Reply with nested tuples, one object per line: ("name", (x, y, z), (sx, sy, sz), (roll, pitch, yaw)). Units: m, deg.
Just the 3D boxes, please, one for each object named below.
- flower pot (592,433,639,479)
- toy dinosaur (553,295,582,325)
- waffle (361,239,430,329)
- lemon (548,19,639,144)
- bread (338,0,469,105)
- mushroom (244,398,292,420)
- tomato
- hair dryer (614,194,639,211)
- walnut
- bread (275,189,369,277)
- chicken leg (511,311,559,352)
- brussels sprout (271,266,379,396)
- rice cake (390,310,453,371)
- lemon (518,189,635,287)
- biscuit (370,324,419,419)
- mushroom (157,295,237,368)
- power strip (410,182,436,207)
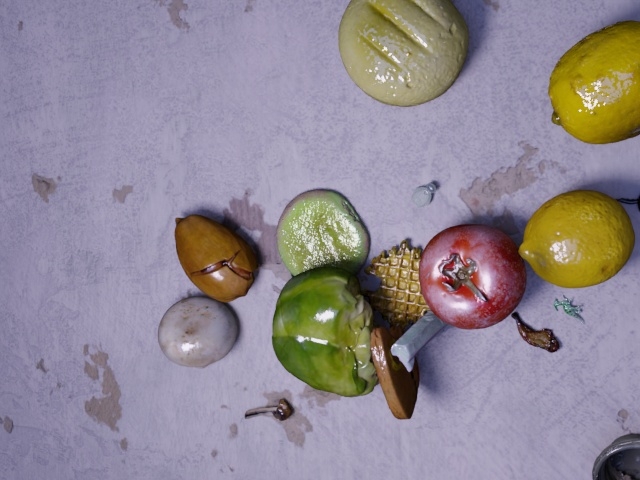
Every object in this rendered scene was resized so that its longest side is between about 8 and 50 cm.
("flower pot", (0.801, 0.578, 1.502), (0.235, 0.140, 0.236), (5, 102, 22))
("toy dinosaur", (0.640, 0.183, 1.556), (0.062, 0.021, 0.084), (-10, 92, 30))
("waffle", (0.230, 0.133, 1.693), (0.228, 0.051, 0.232), (-40, 85, 20))
("lemon", (0.653, -0.347, 1.329), (0.260, 0.260, 0.284), (42, 116, 9))
("bread", (0.202, -0.486, 1.484), (0.320, 0.237, 0.321), (4, 104, 18))
("mushroom", (-0.172, 0.549, 1.930), (0.186, 0.061, 0.060), (-13, 125, 31))
("tomato", (0.387, 0.092, 1.526), (0.270, 0.227, 0.271), (-4, 83, 31))
("hair dryer", (0.756, -0.108, 1.456), (0.083, 0.031, 0.079), (6, 92, 28))
("walnut", (-0.335, 0.039, 1.819), (0.336, 0.209, 0.209), (41, 112, 18))
("bread", (-0.005, 0.002, 1.763), (0.301, 0.045, 0.302), (4, 102, 22))
("chicken leg", (0.563, 0.247, 1.590), (0.144, 0.037, 0.062), (28, 87, 14))
("brussels sprout", (0.028, 0.253, 1.668), (0.314, 0.276, 0.371), (-23, 109, 26))
("rice cake", (0.282, 0.238, 1.573), (0.051, 0.290, 0.081), (-8, 106, 44))
("lemon", (0.601, 0.002, 1.423), (0.253, 0.228, 0.229), (-31, 88, 4))
("biscuit", (0.209, 0.320, 1.600), (0.052, 0.277, 0.262), (-13, 102, 20))
("mushroom", (-0.385, 0.304, 1.898), (0.243, 0.243, 0.244), (4, 101, 21))
("power strip", (0.284, -0.126, 1.636), (0.055, 0.035, 0.083), (49, 126, 7))
